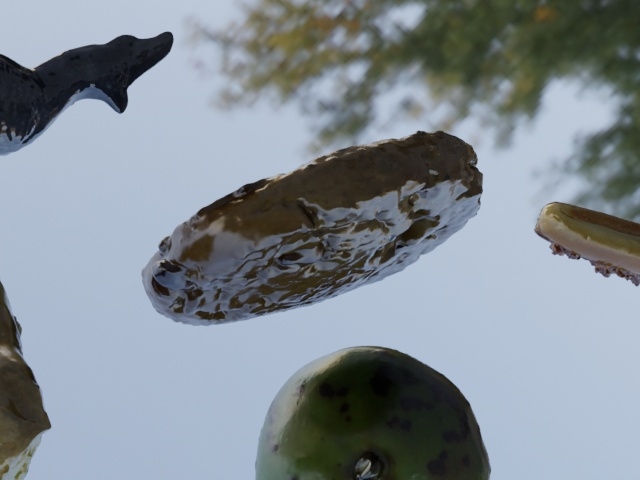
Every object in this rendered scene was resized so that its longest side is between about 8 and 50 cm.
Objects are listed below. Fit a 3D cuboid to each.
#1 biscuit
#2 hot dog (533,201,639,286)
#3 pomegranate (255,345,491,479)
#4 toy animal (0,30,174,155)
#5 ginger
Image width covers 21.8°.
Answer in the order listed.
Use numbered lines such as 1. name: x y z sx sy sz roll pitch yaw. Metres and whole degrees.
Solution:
1. biscuit: 0.001 0.001 1.336 0.296 0.296 0.075 -7 -111 -51
2. hot dog: 0.379 0.016 2.008 0.249 0.076 0.102 17 -179 3
3. pomegranate: 0.044 0.199 1.515 0.211 0.211 0.263 45 177 0
4. toy animal: -0.295 -0.098 1.256 0.367 0.206 0.081 8 -160 -40
5. ginger: -0.184 0.052 0.817 0.081 0.115 0.205 -25 -120 -13
